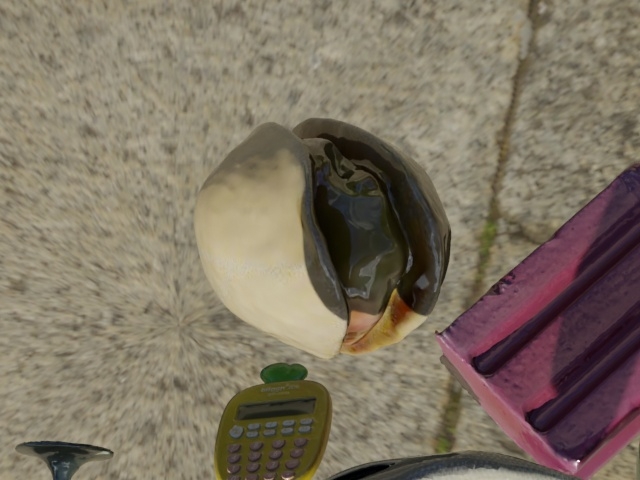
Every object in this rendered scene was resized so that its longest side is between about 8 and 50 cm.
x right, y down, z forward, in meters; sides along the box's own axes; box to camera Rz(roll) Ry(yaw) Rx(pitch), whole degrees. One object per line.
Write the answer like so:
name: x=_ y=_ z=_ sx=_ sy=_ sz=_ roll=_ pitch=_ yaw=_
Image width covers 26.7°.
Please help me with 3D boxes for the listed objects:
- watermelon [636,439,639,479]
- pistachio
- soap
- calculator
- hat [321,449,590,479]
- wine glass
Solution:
watermelon: x=0.478 y=0.302 z=1.433 sx=0.331 sy=0.331 sz=0.189 roll=41 pitch=41 yaw=-2
pistachio: x=0.000 y=0.000 z=0.777 sx=0.144 sy=0.215 sz=0.144 roll=-2 pitch=96 yaw=-16
soap: x=0.344 y=0.089 z=1.588 sx=0.359 sy=0.128 sz=0.233 roll=-40 pitch=63 yaw=-9
calculator: x=-0.058 y=0.236 z=1.669 sx=0.146 sy=0.235 sz=0.032 roll=-7 pitch=125 yaw=15
hat: x=0.023 y=0.181 z=0.488 sx=0.219 sy=0.226 sz=0.164 roll=54 pitch=49 yaw=-6
wine glass: x=-0.232 y=0.281 z=1.170 sx=0.093 sy=0.093 sz=0.202 roll=4 pitch=73 yaw=-6
